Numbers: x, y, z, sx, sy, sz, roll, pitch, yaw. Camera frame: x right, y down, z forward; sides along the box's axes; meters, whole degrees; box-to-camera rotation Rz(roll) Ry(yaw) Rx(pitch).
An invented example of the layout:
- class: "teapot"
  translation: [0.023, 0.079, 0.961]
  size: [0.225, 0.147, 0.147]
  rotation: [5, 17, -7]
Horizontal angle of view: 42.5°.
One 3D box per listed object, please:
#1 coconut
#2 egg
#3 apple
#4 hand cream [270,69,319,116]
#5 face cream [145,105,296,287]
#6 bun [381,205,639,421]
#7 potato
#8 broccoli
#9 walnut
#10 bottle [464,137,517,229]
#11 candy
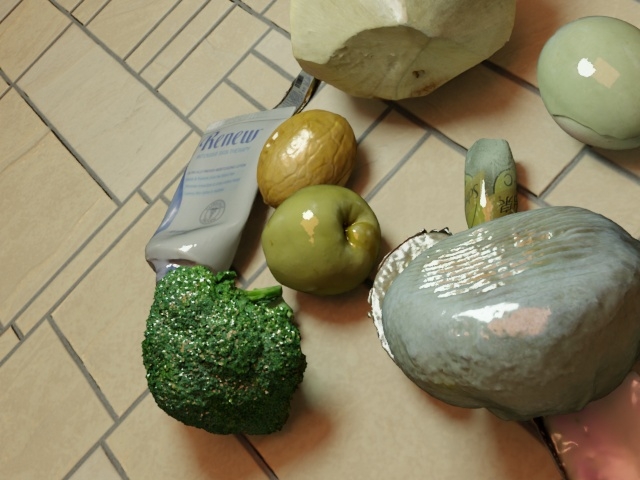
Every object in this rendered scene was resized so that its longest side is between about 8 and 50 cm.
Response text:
- class: "coconut"
  translation: [0.127, -0.409, 1.404]
  size: [0.415, 0.345, 0.415]
  rotation: [-37, 27, 23]
- class: "egg"
  translation: [0.431, -0.228, 1.238]
  size: [0.183, 0.183, 0.217]
  rotation: [-27, 48, 14]
- class: "apple"
  translation: [0.000, 0.000, 1.352]
  size: [0.200, 0.200, 0.200]
  rotation: [-13, 59, 22]
- class: "hand cream"
  translation: [-0.047, -0.295, 1.632]
  size: [0.062, 0.039, 0.163]
  rotation: [38, 92, 36]
- class: "face cream"
  translation: [-0.199, -0.077, 1.555]
  size: [0.235, 0.137, 0.420]
  rotation: [-5, 52, 38]
- class: "bun"
  translation: [0.259, 0.094, 1.047]
  size: [0.362, 0.211, 0.362]
  rotation: [-21, 19, 7]
- class: "potato"
  translation: [0.150, 0.110, 1.261]
  size: [0.138, 0.098, 0.243]
  rotation: [0, 68, 30]
- class: "broccoli"
  translation: [-0.144, 0.169, 1.306]
  size: [0.308, 0.307, 0.275]
  rotation: [20, 37, 35]
- class: "walnut"
  translation: [-0.025, -0.138, 1.455]
  size: [0.206, 0.159, 0.159]
  rotation: [-47, 52, 2]
- class: "bottle"
  translation: [0.266, -0.031, 1.283]
  size: [0.083, 0.083, 0.269]
  rotation: [-8, 62, 25]
- class: "candy"
  translation: [0.393, 0.304, 1.010]
  size: [0.155, 0.116, 0.265]
  rotation: [-30, 53, 9]
